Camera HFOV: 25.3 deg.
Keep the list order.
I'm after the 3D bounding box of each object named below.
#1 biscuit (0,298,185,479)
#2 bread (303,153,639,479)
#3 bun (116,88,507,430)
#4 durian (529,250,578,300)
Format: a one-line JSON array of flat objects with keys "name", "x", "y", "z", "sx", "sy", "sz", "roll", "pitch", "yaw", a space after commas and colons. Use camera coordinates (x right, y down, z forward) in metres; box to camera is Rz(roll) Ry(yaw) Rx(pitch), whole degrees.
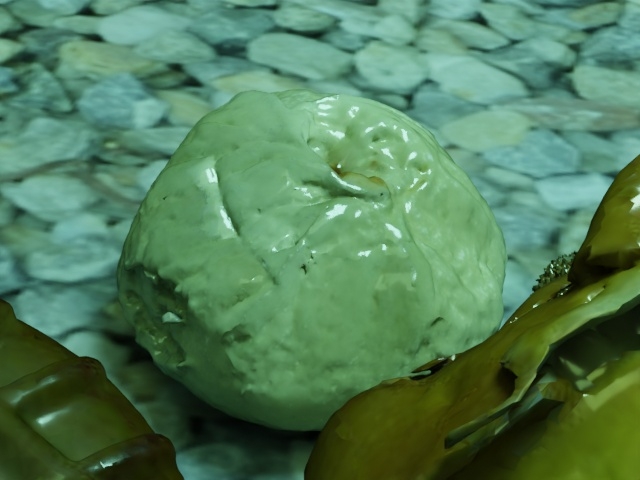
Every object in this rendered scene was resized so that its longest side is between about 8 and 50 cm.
[{"name": "biscuit", "x": -0.181, "y": 0.144, "z": 0.570, "sx": 0.268, "sy": 0.115, "sz": 0.366, "roll": 3, "pitch": 39, "yaw": -16}, {"name": "bread", "x": 0.133, "y": 0.131, "z": 0.514, "sx": 0.336, "sy": 0.358, "sz": 0.204, "roll": -26, "pitch": 61, "yaw": -29}, {"name": "bun", "x": 0.000, "y": 0.000, "z": 0.786, "sx": 0.220, "sy": 0.134, "sz": 0.220, "roll": 5, "pitch": 45, "yaw": -4}, {"name": "durian", "x": 0.148, "y": 0.046, "z": 0.790, "sx": 0.080, "sy": 0.080, "sz": 0.091, "roll": 33, "pitch": 41, "yaw": 26}]
